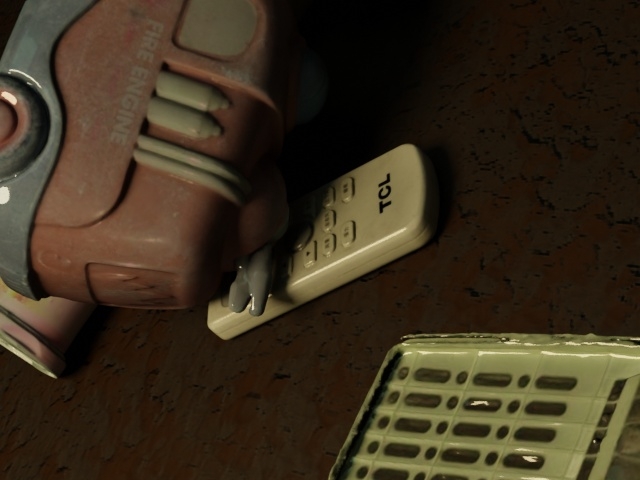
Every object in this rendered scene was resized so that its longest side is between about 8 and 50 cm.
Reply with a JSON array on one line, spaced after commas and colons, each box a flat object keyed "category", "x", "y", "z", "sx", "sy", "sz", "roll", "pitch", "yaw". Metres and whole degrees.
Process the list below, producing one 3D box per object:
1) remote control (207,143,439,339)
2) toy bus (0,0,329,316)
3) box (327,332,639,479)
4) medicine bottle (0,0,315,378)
[{"category": "remote control", "x": 0.000, "y": 0.000, "z": 1.077, "sx": 0.190, "sy": 0.029, "sz": 0.088, "roll": -26, "pitch": 42, "yaw": 26}, {"category": "toy bus", "x": -0.119, "y": -0.087, "z": 1.081, "sx": 0.231, "sy": 0.197, "sz": 0.294, "roll": 16, "pitch": 70, "yaw": 3}, {"category": "box", "x": 0.133, "y": 0.159, "z": 0.681, "sx": 0.290, "sy": 0.166, "sz": 0.221, "roll": 0, "pitch": 57, "yaw": 45}, {"category": "medicine bottle", "x": -0.133, "y": -0.094, "z": 1.236, "sx": 0.108, "sy": 0.108, "sz": 0.426, "roll": 17, "pitch": 68, "yaw": 51}]
